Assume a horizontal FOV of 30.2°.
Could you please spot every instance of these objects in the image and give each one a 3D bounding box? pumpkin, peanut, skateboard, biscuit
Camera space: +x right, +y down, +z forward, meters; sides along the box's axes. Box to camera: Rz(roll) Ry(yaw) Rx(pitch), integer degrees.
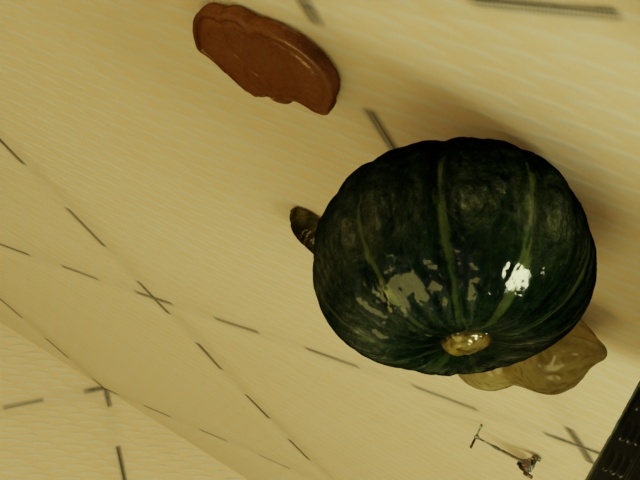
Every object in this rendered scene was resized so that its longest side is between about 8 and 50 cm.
[{"bbox_3d":[-0.001,0.001,1.157,0.083,0.028,0.050,34,162,5],"label":"pumpkin"},{"bbox_3d":[0.097,0.012,0.860,0.211,0.152,0.212,-5,158,-2],"label":"pumpkin"},{"bbox_3d":[0.180,0.097,1.049,0.082,0.082,0.187,41,158,-25],"label":"peanut"},{"bbox_3d":[0.220,0.256,1.436,0.083,0.032,0.064,29,170,0],"label":"skateboard"},{"bbox_3d":[-0.044,-0.138,0.908,0.130,0.019,0.102,23,157,24],"label":"biscuit"}]

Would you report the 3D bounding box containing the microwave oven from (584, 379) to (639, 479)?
[{"bbox_3d":[0.350,0.190,0.797,0.295,0.237,0.181,15,154,48],"label":"microwave oven"}]
